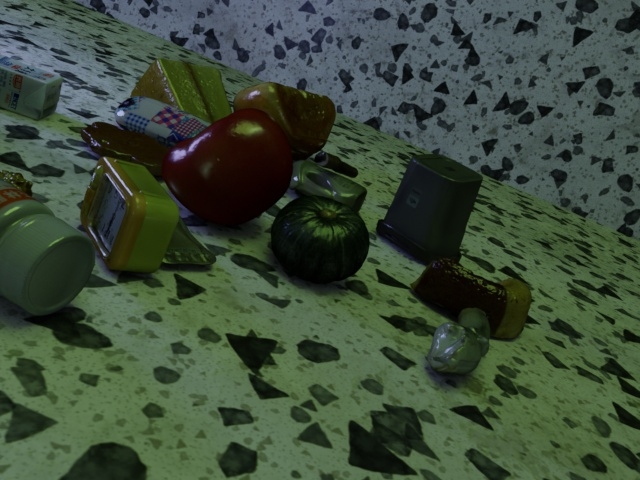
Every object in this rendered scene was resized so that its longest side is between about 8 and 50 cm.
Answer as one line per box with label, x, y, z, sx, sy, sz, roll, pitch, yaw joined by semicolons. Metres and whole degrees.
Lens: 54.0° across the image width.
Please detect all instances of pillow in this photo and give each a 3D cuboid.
pillow;-0.291;-0.010;1.198;0.130;0.033;0.217;3;27;-39

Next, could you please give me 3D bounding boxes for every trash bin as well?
trash bin;0.301;-0.086;1.689;0.220;0.250;0.219;36;30;33

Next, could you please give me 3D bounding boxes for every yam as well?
yam;0.053;-0.217;1.815;0.045;0.045;0.327;49;13;12

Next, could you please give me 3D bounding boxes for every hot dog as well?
hot dog;-0.102;-0.378;2.069;0.185;0.223;0.405;-11;-3;35

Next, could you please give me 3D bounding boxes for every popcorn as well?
popcorn;-0.549;-0.087;1.099;0.083;0.057;0.082;33;24;22

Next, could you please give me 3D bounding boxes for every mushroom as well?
mushroom;0.271;0.191;1.186;0.096;0.099;0.278;43;22;17

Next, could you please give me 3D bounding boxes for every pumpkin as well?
pumpkin;-0.002;-0.001;1.307;0.212;0.152;0.211;17;39;-14

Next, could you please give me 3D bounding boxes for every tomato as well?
tomato;-0.190;-0.155;1.385;0.226;0.299;0.298;62;19;-9

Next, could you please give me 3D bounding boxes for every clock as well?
clock;-0.335;-0.046;1.084;0.096;0.143;0.202;13;20;-43

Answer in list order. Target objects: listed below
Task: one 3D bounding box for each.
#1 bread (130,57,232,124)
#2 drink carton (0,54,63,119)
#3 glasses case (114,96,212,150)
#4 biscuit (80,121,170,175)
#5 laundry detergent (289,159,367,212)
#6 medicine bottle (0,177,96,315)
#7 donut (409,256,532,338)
bread;-0.404;-0.355;1.943;0.233;0.245;0.361;-3;63;-46
drink carton;-0.828;-0.412;1.575;0.315;0.106;0.130;18;22;-10
glasses case;-0.411;-0.307;1.734;0.328;0.076;0.125;24;52;8
biscuit;-0.474;-0.224;1.548;0.290;0.041;0.209;33;22;31
laundry detergent;-0.003;-0.158;1.785;0.254;0.091;0.181;26;19;12
medicine bottle;-0.450;-0.007;0.873;0.252;0.144;0.144;31;22;16
donut;0.362;0.130;1.396;0.295;0.112;0.151;15;19;-13
